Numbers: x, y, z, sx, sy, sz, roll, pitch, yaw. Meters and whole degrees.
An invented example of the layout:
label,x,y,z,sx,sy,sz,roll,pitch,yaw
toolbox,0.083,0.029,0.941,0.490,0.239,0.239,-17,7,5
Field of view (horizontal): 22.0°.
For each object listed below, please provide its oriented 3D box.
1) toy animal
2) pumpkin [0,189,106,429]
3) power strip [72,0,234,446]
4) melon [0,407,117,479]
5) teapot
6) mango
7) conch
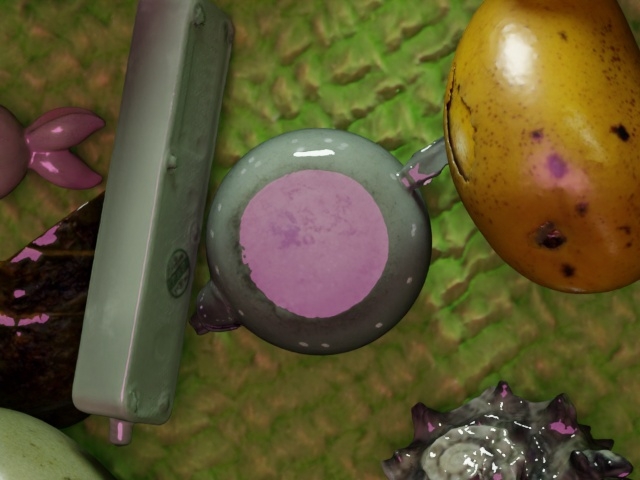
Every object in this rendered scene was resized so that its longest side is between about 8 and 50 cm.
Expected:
label,x,y,z,sx,sy,sz,roll,pitch,yaw
toy animal,-0.300,-0.079,1.445,0.212,0.124,0.124,0,94,11
pumpkin,-0.228,0.076,1.452,0.278,0.111,0.163,-35,94,8
power strip,-0.143,-0.017,1.402,0.062,0.091,0.385,6,83,23
melon,-0.264,0.303,1.393,0.268,0.268,0.330,-37,101,9
teapot,0.000,0.000,1.407,0.294,0.129,0.193,-35,89,7
mango,0.191,-0.098,1.337,0.191,0.160,0.290,9,67,-30
conch,0.128,0.248,1.389,0.313,0.186,0.241,-50,59,26
